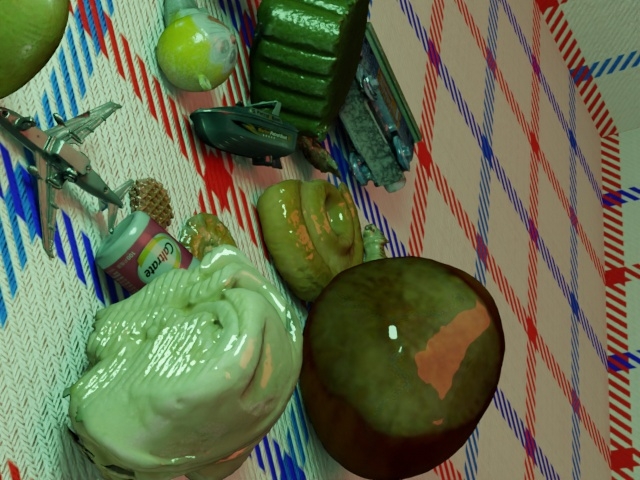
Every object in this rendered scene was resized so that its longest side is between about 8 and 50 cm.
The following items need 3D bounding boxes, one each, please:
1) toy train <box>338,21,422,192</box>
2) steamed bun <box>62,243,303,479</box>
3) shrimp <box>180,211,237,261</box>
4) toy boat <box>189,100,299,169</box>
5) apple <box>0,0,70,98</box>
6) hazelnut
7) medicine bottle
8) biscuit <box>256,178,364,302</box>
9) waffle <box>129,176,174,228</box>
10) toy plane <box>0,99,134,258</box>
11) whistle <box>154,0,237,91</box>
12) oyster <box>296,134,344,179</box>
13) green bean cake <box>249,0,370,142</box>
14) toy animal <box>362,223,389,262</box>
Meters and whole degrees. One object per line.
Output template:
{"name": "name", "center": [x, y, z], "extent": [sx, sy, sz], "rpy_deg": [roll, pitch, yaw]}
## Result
{"name": "toy train", "center": [0.082, -0.243, 2.404], "extent": [0.202, 0.131, 0.299], "rpy_deg": [-78, 146, -56]}
{"name": "steamed bun", "center": [-0.141, 0.176, 1.513], "extent": [0.207, 0.280, 0.268], "rpy_deg": [56, 11, -33]}
{"name": "shrimp", "center": [-0.154, 0.053, 1.847], "extent": [0.101, 0.042, 0.190], "rpy_deg": [-9, 86, -45]}
{"name": "toy boat", "center": [-0.122, -0.174, 1.964], "extent": [0.246, 0.093, 0.103], "rpy_deg": [10, 75, -63]}
{"name": "apple", "center": [-0.361, -0.241, 1.384], "extent": [0.174, 0.188, 0.207], "rpy_deg": [62, 25, -18]}
{"name": "hazelnut", "center": [0.125, 0.197, 2.027], "extent": [0.366, 0.366, 0.365], "rpy_deg": [41, 42, -51]}
{"name": "medicine bottle", "center": [-0.180, 0.062, 1.645], "extent": [0.217, 0.090, 0.090], "rpy_deg": [43, 36, -17]}
{"name": "biscuit", "center": [0.001, 0.000, 2.138], "extent": [0.274, 0.091, 0.213], "rpy_deg": [-14, 88, -68]}
{"name": "waffle", "center": [-0.230, -0.048, 1.747], "extent": [0.083, 0.029, 0.075], "rpy_deg": [10, 68, -61]}
{"name": "toy plane", "center": [-0.311, -0.096, 1.567], "extent": [0.226, 0.058, 0.226], "rpy_deg": [48, 53, -46]}
{"name": "whistle", "center": [-0.183, -0.307, 1.896], "extent": [0.123, 0.123, 0.223], "rpy_deg": [41, 27, -51]}
{"name": "oyster", "center": [-0.020, -0.170, 2.218], "extent": [0.165, 0.053, 0.108], "rpy_deg": [52, 13, -23]}
{"name": "green bean cake", "center": [-0.018, -0.324, 2.106], "extent": [0.250, 0.156, 0.247], "rpy_deg": [101, 9, -45]}
{"name": "toy animal", "center": [0.108, 0.084, 2.357], "extent": [0.099, 0.057, 0.241], "rpy_deg": [5, 72, -64]}
